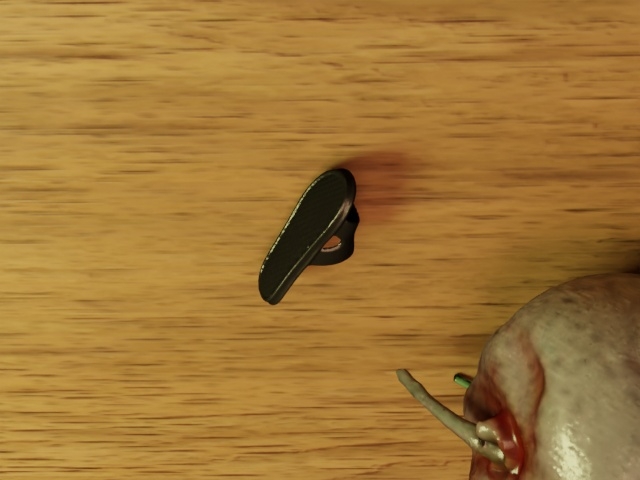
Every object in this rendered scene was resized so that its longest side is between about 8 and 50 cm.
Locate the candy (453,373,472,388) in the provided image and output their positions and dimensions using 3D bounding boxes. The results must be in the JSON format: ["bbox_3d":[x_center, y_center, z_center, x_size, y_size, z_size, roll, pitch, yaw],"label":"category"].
[{"bbox_3d":[0.219,0.184,1.237,0.203,0.061,0.061,29,126,-11],"label":"candy"}]

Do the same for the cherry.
[{"bbox_3d":[0.283,0.177,1.085,0.335,0.291,0.326,-24,110,-9],"label":"cherry"}]

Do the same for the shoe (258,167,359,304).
[{"bbox_3d":[0.000,0.000,1.074,0.053,0.062,0.159,17,129,-29],"label":"shoe"}]
